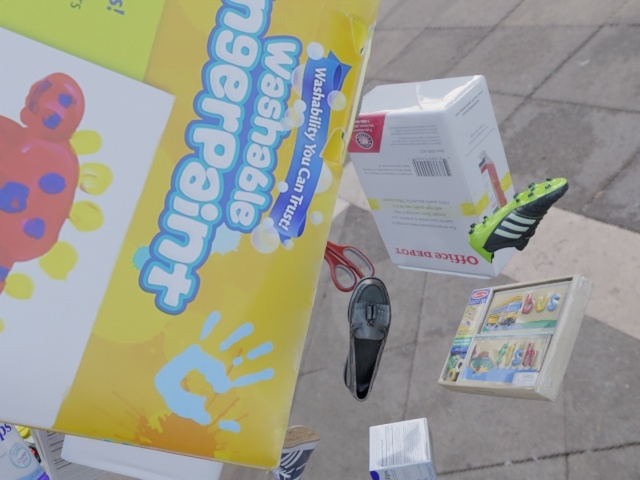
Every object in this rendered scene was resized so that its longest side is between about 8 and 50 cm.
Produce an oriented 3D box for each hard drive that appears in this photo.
[{"bbox_3d":[-0.191,0.159,0.825,0.040,0.203,0.307,-92,19,-73],"label":"hard drive"}]

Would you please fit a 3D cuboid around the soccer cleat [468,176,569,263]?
[{"bbox_3d":[0.306,-0.030,1.006,0.179,0.072,0.060,-38,9,35],"label":"soccer cleat"}]

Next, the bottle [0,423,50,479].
[{"bbox_3d":[-0.455,0.239,0.828,0.092,0.282,0.118,-29,4,26],"label":"bottle"}]

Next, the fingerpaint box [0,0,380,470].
[{"bbox_3d":[-0.165,-0.124,0.422,0.163,0.371,0.444,158,126,-72],"label":"fingerpaint box"}]

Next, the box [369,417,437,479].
[{"bbox_3d":[0.182,0.475,1.478,0.137,0.072,0.126,-13,30,12],"label":"box"}]

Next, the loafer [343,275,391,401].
[{"bbox_3d":[0.103,0.212,1.402,0.096,0.267,0.084,4,16,-5],"label":"loafer"}]

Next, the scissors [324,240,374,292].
[{"bbox_3d":[0.000,0.000,1.553,0.109,0.297,0.021,-41,-9,-24],"label":"scissors"}]

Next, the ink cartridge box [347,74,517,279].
[{"bbox_3d":[0.237,-0.128,1.393,0.279,0.384,0.160,7,40,45],"label":"ink cartridge box"}]

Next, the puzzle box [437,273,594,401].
[{"bbox_3d":[0.431,0.223,1.522,0.272,0.052,0.409,-64,13,-18],"label":"puzzle box"}]

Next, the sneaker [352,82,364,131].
[{"bbox_3d":[-0.079,-0.146,0.975,0.180,0.125,0.321,38,100,28],"label":"sneaker"}]

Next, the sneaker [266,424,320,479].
[{"bbox_3d":[-0.119,0.576,1.748,0.099,0.282,0.153,30,97,37],"label":"sneaker"}]

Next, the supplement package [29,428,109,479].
[{"bbox_3d":[-0.400,0.283,1.082,0.134,0.244,0.139,-21,55,-29],"label":"supplement package"}]

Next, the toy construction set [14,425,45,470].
[{"bbox_3d":[-0.657,0.416,1.534,0.328,0.151,0.215,2,58,19],"label":"toy construction set"}]
